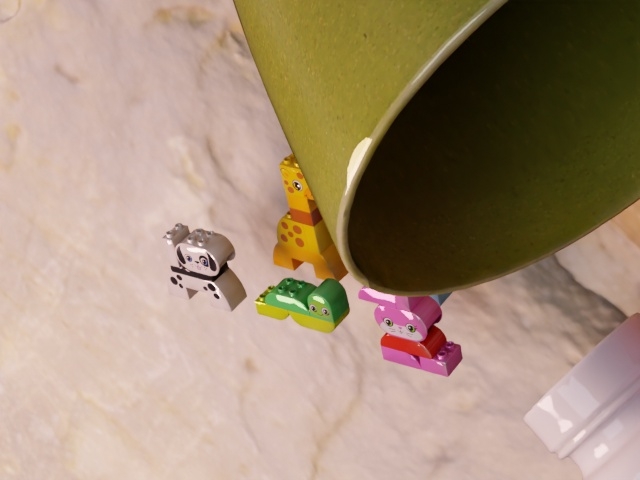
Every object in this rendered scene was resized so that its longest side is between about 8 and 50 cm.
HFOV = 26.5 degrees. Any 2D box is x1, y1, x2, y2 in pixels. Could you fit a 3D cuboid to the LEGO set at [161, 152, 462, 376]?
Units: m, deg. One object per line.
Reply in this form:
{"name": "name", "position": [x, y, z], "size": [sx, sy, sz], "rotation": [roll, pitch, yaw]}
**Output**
{"name": "LEGO set", "position": [0.000, 0.000, 0.883], "size": [0.227, 0.087, 0.093], "rotation": [13, 131, 34]}

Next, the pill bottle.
{"name": "pill bottle", "position": [0.221, 0.150, 0.752], "size": [0.221, 0.124, 0.124], "rotation": [47, 130, 14]}

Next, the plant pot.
{"name": "plant pot", "position": [0.057, -0.171, 0.683], "size": [0.293, 0.275, 0.275], "rotation": [57, 134, 26]}
